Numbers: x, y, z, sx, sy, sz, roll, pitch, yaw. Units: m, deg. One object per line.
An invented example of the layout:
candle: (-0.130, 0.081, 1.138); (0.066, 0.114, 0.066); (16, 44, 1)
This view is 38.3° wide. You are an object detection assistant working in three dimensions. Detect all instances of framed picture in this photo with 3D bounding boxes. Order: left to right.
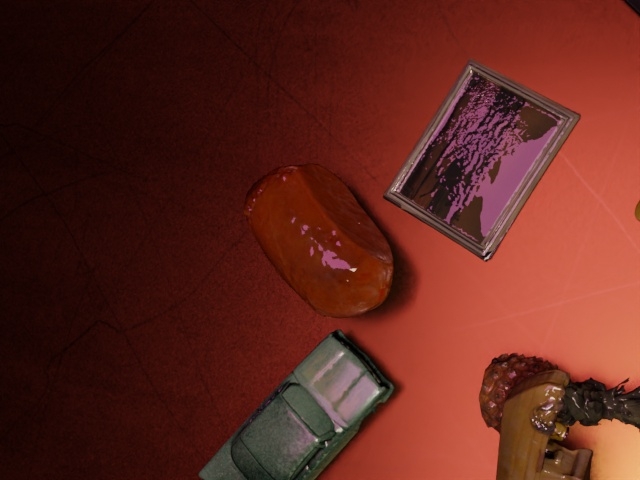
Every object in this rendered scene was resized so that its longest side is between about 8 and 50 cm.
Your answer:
framed picture: (0.233, -0.124, 1.367); (0.197, 0.014, 0.252); (34, 95, 23)

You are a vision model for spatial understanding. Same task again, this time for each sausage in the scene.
sausage: (-0.001, 0.001, 1.370); (0.268, 0.153, 0.141); (51, 124, 21)

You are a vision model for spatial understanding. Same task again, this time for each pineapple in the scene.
pineapple: (0.356, 0.219, 1.209); (0.277, 0.119, 0.130); (3, 127, 27)

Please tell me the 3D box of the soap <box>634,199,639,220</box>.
soap: (0.460, -0.066, 1.263); (0.034, 0.012, 0.089); (23, 91, 24)

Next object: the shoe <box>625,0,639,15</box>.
shoe: (0.483, -0.324, 1.274); (0.071, 0.049, 0.179); (-47, 68, 11)

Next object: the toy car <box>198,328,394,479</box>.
toy car: (-0.039, 0.290, 1.371); (0.141, 0.097, 0.321); (45, 100, 22)

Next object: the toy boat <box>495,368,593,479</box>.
toy boat: (0.283, 0.305, 1.164); (0.121, 0.089, 0.321); (12, 119, 24)
